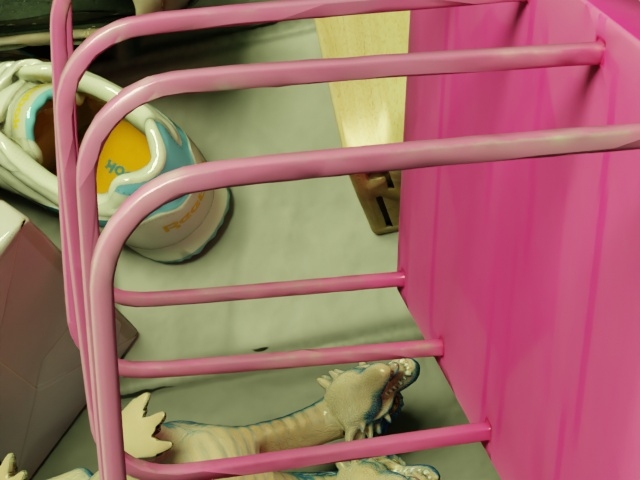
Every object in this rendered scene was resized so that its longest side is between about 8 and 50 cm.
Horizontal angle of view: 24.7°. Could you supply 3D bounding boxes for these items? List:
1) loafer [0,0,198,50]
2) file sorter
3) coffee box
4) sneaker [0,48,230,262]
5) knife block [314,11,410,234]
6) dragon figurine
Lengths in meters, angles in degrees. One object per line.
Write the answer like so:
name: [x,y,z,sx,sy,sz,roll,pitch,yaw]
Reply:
loafer: [-0.191,-0.138,0.747,0.267,0.096,0.084,0,33,16]
file sorter: [0.000,0.000,0.528,0.182,0.202,0.290,-4,26,-11]
coffee box: [-0.258,-0.011,0.737,0.297,0.168,0.119,32,78,21]
sneaker: [-0.159,-0.066,0.780,0.229,0.092,0.087,20,75,19]
knife block: [0.018,-0.174,0.789,0.242,0.088,0.275,30,77,21]
dragon figurine: [-0.083,0.133,0.687,0.289,0.144,0.085,-28,66,21]
